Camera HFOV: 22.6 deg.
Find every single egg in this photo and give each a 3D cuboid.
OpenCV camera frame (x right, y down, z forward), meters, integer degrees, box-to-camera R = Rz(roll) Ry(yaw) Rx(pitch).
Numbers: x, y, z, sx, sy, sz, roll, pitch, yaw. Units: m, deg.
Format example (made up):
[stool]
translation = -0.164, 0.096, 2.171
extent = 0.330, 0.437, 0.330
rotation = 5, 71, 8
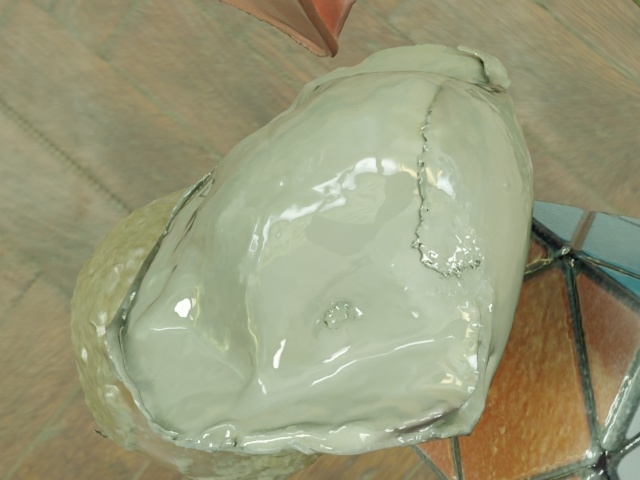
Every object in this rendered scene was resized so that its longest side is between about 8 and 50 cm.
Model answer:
[egg]
translation = -0.077, 0.076, 1.342
extent = 0.279, 0.310, 0.279
rotation = 0, 89, 15

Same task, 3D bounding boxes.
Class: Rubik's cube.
[Rubik's cube]
translation = 0.212, 0.108, 1.125
extent = 0.205, 0.205, 0.207
rotation = 41, 117, 52

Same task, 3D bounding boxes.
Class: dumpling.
[dumpling]
translation = 0.000, -0.003, 0.986
extent = 0.260, 0.181, 0.341
rotation = -7, 63, 18

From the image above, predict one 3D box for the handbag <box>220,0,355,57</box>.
[handbag]
translation = -0.084, -0.158, 0.667
extent = 0.212, 0.157, 0.059
rotation = 27, 88, 18

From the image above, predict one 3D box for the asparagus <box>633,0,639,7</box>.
[asparagus]
translation = 0.293, -0.178, 1.254
extent = 0.080, 0.080, 0.287
rotation = -31, 90, 13
